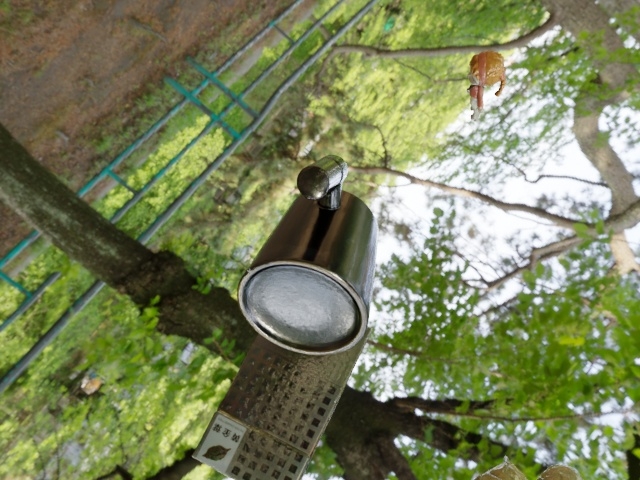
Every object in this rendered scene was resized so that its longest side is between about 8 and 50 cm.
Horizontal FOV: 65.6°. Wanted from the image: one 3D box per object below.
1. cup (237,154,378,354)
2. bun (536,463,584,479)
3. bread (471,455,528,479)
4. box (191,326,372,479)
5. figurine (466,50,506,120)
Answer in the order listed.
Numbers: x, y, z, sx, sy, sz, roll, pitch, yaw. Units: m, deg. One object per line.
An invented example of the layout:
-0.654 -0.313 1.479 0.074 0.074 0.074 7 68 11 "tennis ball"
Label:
0.013 0.010 0.647 0.239 0.166 0.176 -56 -173 41 "cup"
0.416 0.453 0.886 0.115 0.069 0.115 -55 170 -14 "bun"
0.094 0.276 0.354 0.179 0.133 0.250 -13 141 -46 "bread"
-0.059 0.260 0.861 0.324 0.181 0.047 -62 175 -14 "box"
0.207 -0.195 0.630 0.109 0.047 0.064 71 22 -67 "figurine"
